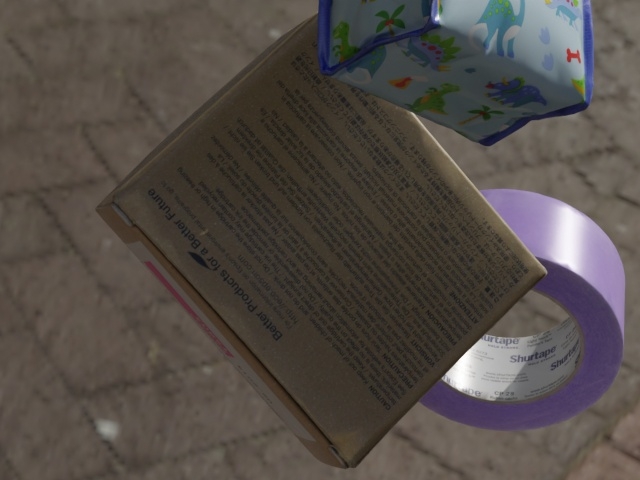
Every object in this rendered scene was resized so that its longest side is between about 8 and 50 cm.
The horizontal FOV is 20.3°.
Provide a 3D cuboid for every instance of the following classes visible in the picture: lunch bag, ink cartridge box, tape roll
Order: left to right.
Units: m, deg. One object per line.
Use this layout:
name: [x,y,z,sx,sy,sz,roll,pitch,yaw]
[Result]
ink cartridge box: [0.000,0.000,1.181,0.193,0.088,0.234,-43,99,-13]
lunch bag: [0.072,-0.143,0.916,0.129,0.096,0.151,22,59,-41]
tape roll: [0.144,0.056,1.413,0.189,0.189,0.080,15,40,-3]
